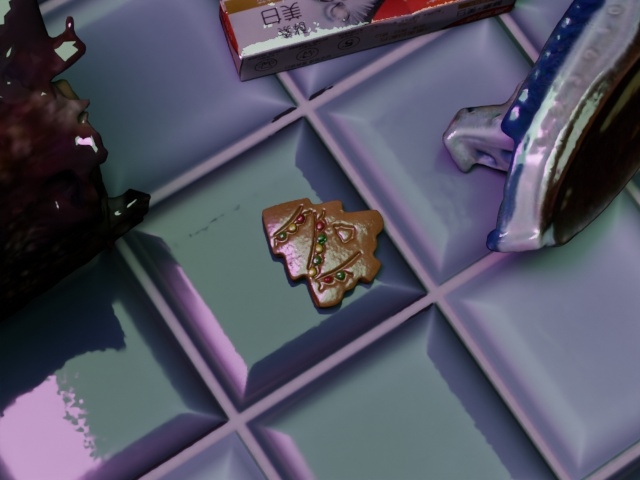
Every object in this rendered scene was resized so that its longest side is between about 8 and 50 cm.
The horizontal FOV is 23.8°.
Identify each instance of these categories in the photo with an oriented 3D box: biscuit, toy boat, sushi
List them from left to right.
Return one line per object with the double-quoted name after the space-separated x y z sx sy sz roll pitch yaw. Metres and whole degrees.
-0.296 -0.058 0.928 0.294 0.281 0.299 -33 92 -13 "sushi"
0.000 0.000 1.067 0.092 0.016 0.082 33 74 4 "biscuit"
0.172 -0.103 1.071 0.115 0.114 0.262 26 71 37 "toy boat"

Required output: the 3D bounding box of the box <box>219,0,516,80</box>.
0.037 -0.173 1.111 0.218 0.039 0.055 -15 73 -9 "box"
